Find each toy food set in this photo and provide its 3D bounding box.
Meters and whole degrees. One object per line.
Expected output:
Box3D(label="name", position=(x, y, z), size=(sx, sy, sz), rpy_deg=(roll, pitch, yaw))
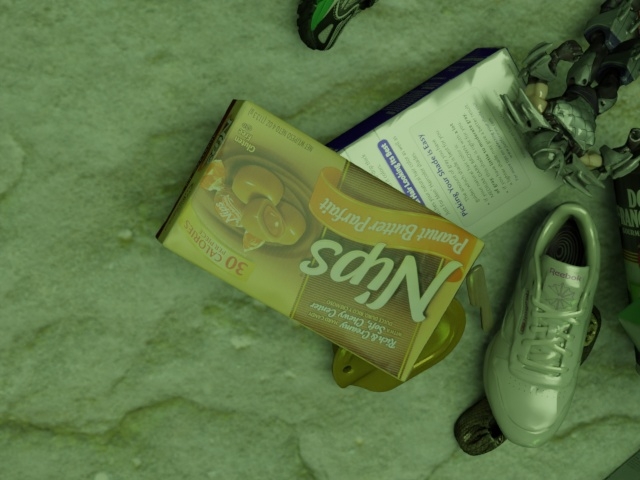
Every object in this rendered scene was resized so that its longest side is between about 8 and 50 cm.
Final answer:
Box3D(label="toy food set", position=(0.102, 0.100, 1.643), size=(0.218, 0.071, 0.128), rpy_deg=(-29, 133, -3))

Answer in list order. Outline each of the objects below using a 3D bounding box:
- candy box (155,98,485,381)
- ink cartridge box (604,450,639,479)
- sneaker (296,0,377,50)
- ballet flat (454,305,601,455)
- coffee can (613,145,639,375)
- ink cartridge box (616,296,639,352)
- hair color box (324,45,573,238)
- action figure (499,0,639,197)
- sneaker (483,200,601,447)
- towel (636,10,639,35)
Box3D(label="candy box", position=(0.000, 0.000, 1.484), size=(0.316, 0.087, 0.182), rpy_deg=(30, 90, -15))
Box3D(label="ink cartridge box", position=(0.409, 0.371, 1.737), size=(0.175, 0.072, 0.127), rpy_deg=(-39, 103, -5))
Box3D(label="sneaker", position=(0.111, -0.338, 1.553), size=(0.343, 0.134, 0.146), rpy_deg=(-43, 104, -5))
Box3D(label="ballet flat", position=(0.267, 0.176, 1.688), size=(0.250, 0.058, 0.084), rpy_deg=(-44, 104, -4))
Box3D(label="coffee can", position=(0.472, 0.018, 1.641), size=(0.202, 0.201, 0.275), rpy_deg=(-11, 99, -11))
Box3D(label="ink cartridge box", position=(0.508, 0.089, 1.494), size=(0.278, 0.117, 0.201), rpy_deg=(-37, 103, -4))
Box3D(label="hair color box", position=(0.110, -0.067, 1.600), size=(0.339, 0.110, 0.185), rpy_deg=(-33, 103, -9))
Box3D(label="action figure", position=(0.313, -0.174, 1.563), size=(0.185, 0.099, 0.285), rpy_deg=(54, 51, -25))
Box3D(label="sneaker", position=(0.265, 0.094, 1.605), size=(0.114, 0.152, 0.305), rpy_deg=(11, 78, 7))
Box3D(label="towel", position=(0.538, -0.348, 1.699), size=(0.329, 0.037, 0.237), rpy_deg=(-19, 98, -12))
